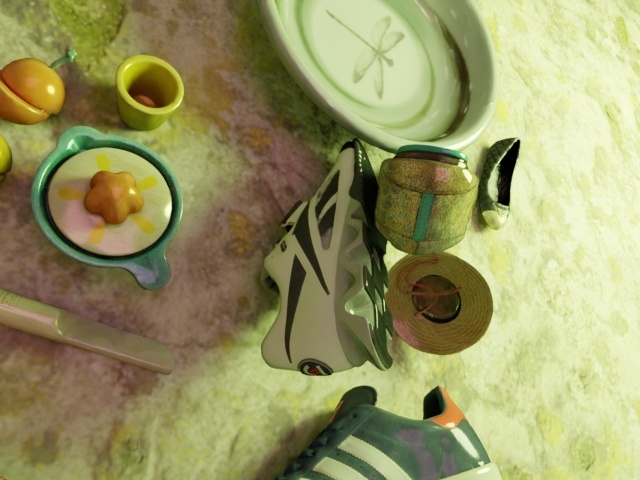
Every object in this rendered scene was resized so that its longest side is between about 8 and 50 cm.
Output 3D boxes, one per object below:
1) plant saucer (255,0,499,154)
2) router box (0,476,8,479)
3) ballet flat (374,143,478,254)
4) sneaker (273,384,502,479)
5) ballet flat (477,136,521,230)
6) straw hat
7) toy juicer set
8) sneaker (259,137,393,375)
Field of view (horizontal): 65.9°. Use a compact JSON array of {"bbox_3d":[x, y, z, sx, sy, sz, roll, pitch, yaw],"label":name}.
[{"bbox_3d":[0.078,-0.288,0.708,0.400,0.100,0.400,10,69,-27],"label":"plant saucer"},{"bbox_3d":[-0.385,0.240,0.256,0.301,0.082,0.335,29,61,-4],"label":"router box"},{"bbox_3d":[0.123,-0.042,0.591,0.123,0.123,0.348,63,14,1],"label":"ballet flat"},{"bbox_3d":[0.010,0.238,0.507,0.350,0.131,0.148,-4,55,-25],"label":"sneaker"},{"bbox_3d":[0.291,-0.096,0.799,0.057,0.049,0.173,24,64,-20],"label":"ballet flat"},{"bbox_3d":[0.155,0.074,0.658,0.144,0.144,0.061,59,17,-1],"label":"straw hat"},{"bbox_3d":[-0.235,-0.038,0.461,0.209,0.089,0.329,4,73,-29],"label":"toy juicer set"},{"bbox_3d":[0.000,0.000,0.566,0.330,0.146,0.122,-81,150,-47],"label":"sneaker"}]
